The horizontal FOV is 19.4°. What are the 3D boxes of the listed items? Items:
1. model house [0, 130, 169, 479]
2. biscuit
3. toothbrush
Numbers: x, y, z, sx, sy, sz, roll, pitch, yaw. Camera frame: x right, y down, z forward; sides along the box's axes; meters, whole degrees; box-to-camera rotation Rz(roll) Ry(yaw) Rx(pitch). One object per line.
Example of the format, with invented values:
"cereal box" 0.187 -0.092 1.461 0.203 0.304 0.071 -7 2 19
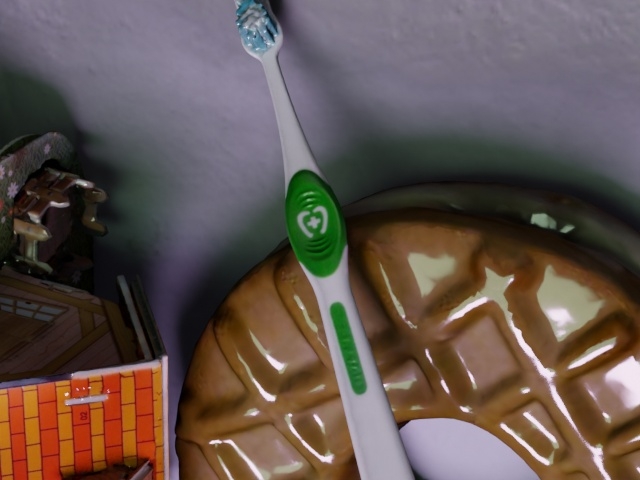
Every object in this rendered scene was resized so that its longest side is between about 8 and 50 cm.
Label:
"model house" -0.127 0.112 0.983 0.154 0.207 0.294 16 121 24
"biscuit" 0.080 0.123 0.988 0.332 0.103 0.332 8 116 16
"toothbrush" 0.000 0.001 0.904 0.030 0.030 0.304 -27 69 29
